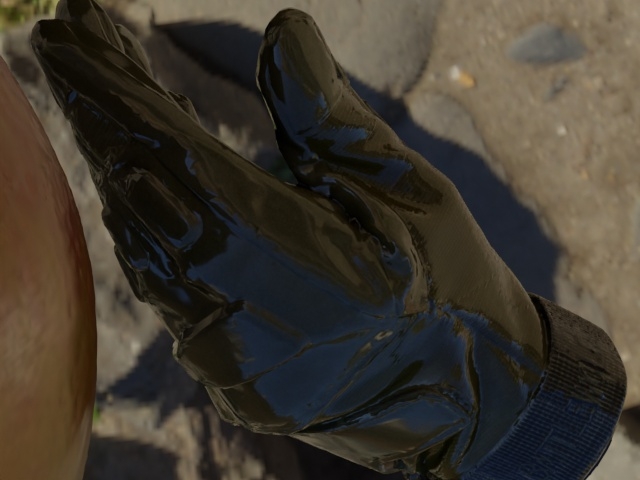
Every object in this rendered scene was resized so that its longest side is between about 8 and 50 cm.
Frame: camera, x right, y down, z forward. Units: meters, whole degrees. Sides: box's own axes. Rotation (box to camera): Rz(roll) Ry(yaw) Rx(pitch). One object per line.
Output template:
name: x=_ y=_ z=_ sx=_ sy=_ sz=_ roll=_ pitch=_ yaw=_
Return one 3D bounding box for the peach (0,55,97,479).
peach: x=-0.266 y=0.015 z=0.533 sx=0.388 sy=0.388 sz=0.388 roll=-6 pitch=133 yaw=-6

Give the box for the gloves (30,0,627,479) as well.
gloves: x=-0.004 y=0.015 z=0.799 sx=0.331 sy=0.141 sz=0.154 roll=35 pitch=156 yaw=-24
